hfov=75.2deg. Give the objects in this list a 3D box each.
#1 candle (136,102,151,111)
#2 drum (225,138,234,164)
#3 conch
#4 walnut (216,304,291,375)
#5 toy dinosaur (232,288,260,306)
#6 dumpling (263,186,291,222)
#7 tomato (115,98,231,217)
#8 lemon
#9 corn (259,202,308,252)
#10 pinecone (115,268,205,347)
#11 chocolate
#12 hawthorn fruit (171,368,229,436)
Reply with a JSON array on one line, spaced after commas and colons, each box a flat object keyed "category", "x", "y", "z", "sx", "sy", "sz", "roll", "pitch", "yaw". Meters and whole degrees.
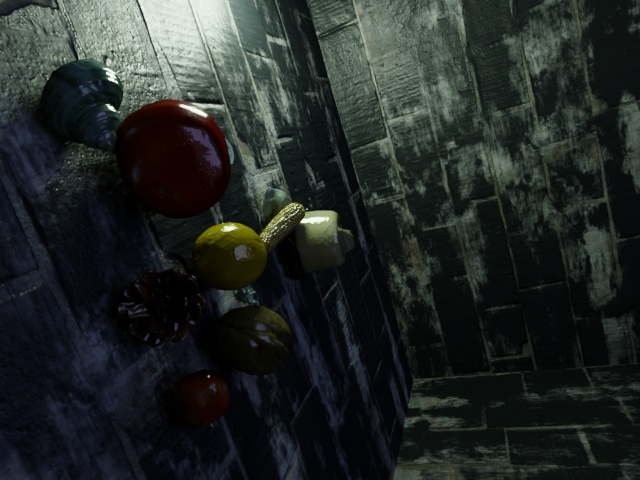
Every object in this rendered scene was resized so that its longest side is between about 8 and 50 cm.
[{"category": "candle", "x": -0.545, "y": -0.368, "z": 1.261, "sx": 0.052, "sy": 0.052, "sz": 0.130, "roll": 62, "pitch": 29, "yaw": -33}, {"category": "drum", "x": -0.399, "y": -0.302, "z": 1.569, "sx": 0.253, "sy": 0.049, "sz": 0.130, "roll": -75, "pitch": 145, "yaw": -49}, {"category": "conch", "x": -0.579, "y": -0.336, "z": 1.036, "sx": 0.277, "sy": 0.196, "sz": 0.220, "roll": 58, "pitch": -13, "yaw": 17}, {"category": "walnut", "x": -0.229, "y": 0.333, "z": 1.412, "sx": 0.227, "sy": 0.283, "sz": 0.283, "roll": -59, "pitch": 142, "yaw": -15}, {"category": "toy dinosaur", "x": -0.270, "y": 0.219, "z": 1.560, "sx": 0.208, "sy": 0.082, "sz": 0.039, "roll": 58, "pitch": 33, "yaw": -43}, {"category": "dumpling", "x": -0.192, "y": -0.161, "z": 1.909, "sx": 0.219, "sy": 0.108, "sz": 0.152, "roll": 35, "pitch": 46, "yaw": -55}, {"category": "tomato", "x": -0.409, "y": -0.231, "z": 1.189, "sx": 0.293, "sy": 0.290, "sz": 0.324, "roll": -118, "pitch": -173, "yaw": -66}, {"category": "lemon", "x": -0.300, "y": 0.054, "z": 1.390, "sx": 0.263, "sy": 0.236, "sz": 0.235, "roll": -85, "pitch": 159, "yaw": -82}, {"category": "corn", "x": -0.172, "y": -0.066, "z": 1.827, "sx": 0.310, "sy": 0.102, "sz": 0.101, "roll": -46, "pitch": 125, "yaw": -33}, {"category": "pinecone", "x": -0.415, "y": 0.176, "z": 1.101, "sx": 0.229, "sy": 0.201, "sz": 0.202, "roll": -14, "pitch": 76, "yaw": -43}, {"category": "chocolate", "x": 0.000, "y": 0.000, "z": 2.008, "sx": 0.326, "sy": 0.298, "sz": 0.313, "roll": -40, "pitch": 121, "yaw": -66}, {"category": "hawthorn fruit", "x": -0.334, "y": 0.466, "z": 1.185, "sx": 0.157, "sy": 0.157, "sz": 0.193, "roll": -23, "pitch": 96, "yaw": -67}]
